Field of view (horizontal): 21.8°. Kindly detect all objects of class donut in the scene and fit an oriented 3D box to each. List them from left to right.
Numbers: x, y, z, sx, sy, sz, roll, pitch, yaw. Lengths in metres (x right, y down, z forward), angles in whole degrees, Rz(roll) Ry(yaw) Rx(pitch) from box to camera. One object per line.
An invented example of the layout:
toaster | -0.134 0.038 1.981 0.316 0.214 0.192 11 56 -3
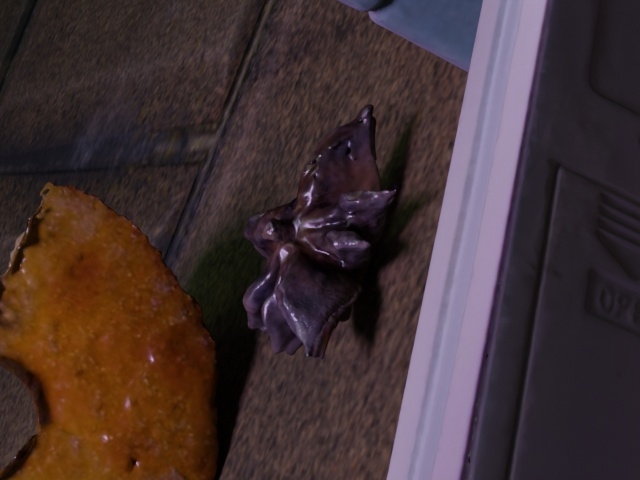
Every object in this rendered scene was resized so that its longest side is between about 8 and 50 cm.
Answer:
donut | -0.137 0.118 0.889 0.259 0.152 0.101 -64 8 -10

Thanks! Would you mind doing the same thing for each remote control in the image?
remote control | 0.093 -0.004 0.568 0.055 0.103 0.277 -29 42 55

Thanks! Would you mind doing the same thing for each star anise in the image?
star anise | -0.002 0.010 0.806 0.124 0.056 0.129 -46 30 36

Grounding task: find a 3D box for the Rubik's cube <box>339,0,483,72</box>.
Rubik's cube | 0.047 -0.307 0.689 0.322 0.316 0.319 -51 27 31
